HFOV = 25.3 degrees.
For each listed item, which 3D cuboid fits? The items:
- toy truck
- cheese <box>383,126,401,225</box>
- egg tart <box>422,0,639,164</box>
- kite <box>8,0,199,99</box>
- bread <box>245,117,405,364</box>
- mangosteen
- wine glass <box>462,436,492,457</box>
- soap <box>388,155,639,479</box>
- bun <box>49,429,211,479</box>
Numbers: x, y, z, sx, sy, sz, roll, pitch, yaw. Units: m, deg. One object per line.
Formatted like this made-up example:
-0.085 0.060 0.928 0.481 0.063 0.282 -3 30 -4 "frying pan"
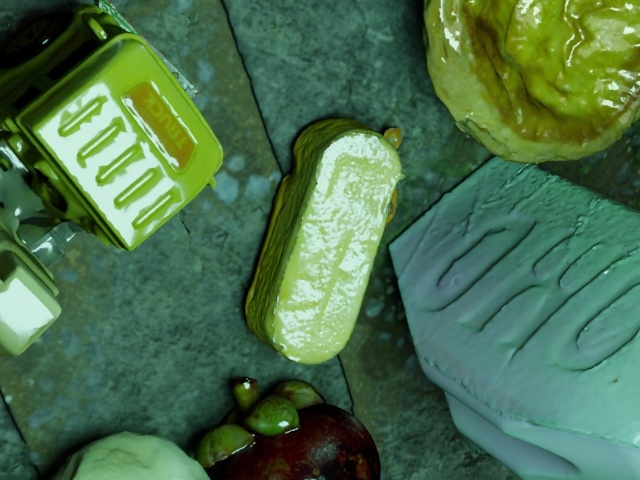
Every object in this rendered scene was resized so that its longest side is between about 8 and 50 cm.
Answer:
-0.271 -0.009 1.148 0.405 0.254 0.181 -41 119 -11 "toy truck"
0.067 -0.061 1.454 0.047 0.017 0.111 -18 117 -60 "cheese"
0.221 -0.238 1.415 0.341 0.129 0.341 -10 111 -27 "egg tart"
-0.221 -0.128 1.277 0.244 0.006 0.198 -8 112 -27 "kite"
0.000 0.000 1.402 0.102 0.094 0.245 12 101 -23 "bread"
-0.035 0.226 1.430 0.200 0.200 0.200 -11 113 -26 "mangosteen"
0.279 0.188 1.609 0.241 0.126 0.126 7 104 -29 "wine glass"
0.243 0.093 1.359 0.261 0.446 0.156 -40 123 -10 "soap"
-0.187 0.308 1.374 0.243 0.153 0.244 -4 102 -18 "bun"
